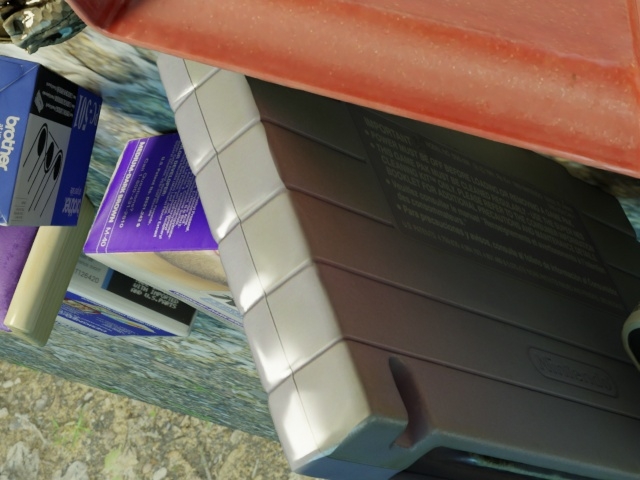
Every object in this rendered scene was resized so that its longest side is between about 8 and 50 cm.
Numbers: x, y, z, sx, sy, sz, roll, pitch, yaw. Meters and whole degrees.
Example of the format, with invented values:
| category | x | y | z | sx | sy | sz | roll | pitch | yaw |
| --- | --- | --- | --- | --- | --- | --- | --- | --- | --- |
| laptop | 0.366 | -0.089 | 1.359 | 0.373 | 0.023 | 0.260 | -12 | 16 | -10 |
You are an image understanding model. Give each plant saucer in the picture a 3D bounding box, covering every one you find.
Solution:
| category | x | y | z | sx | sy | sz | roll | pitch | yaw |
| --- | --- | --- | --- | --- | --- | --- | --- | --- | --- |
| plant saucer | -0.012 | -0.121 | 0.445 | 0.258 | 0.047 | 0.259 | 17 | 164 | 23 |

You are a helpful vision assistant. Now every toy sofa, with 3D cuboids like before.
| category | x | y | z | sx | sy | sz | roll | pitch | yaw |
| --- | --- | --- | --- | --- | --- | --- | --- | --- | --- |
| toy sofa | -0.401 | -0.034 | 1.255 | 0.363 | 0.150 | 0.177 | 18 | 167 | 5 |

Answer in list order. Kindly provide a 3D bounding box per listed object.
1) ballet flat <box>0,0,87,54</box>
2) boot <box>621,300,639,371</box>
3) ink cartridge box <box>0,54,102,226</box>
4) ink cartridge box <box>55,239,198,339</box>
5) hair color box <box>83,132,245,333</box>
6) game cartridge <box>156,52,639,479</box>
| category | x | y | z | sx | sy | sz | roll | pitch | yaw |
| --- | --- | --- | --- | --- | --- | --- | --- | --- | --- |
| ballet flat | -0.228 | -0.141 | 0.828 | 0.250 | 0.058 | 0.084 | 8 | 162 | 36 |
| boot | 0.278 | 0.070 | 0.683 | 0.244 | 0.176 | 0.088 | 52 | 161 | -16 |
| ink cartridge box | -0.188 | -0.060 | 0.896 | 0.046 | 0.097 | 0.207 | 12 | -179 | 1 |
| ink cartridge box | -0.327 | 0.034 | 1.587 | 0.304 | 0.072 | 0.307 | 24 | 167 | -24 |
| hair color box | 0.000 | 0.000 | 0.974 | 0.185 | 0.110 | 0.339 | 29 | 161 | -32 |
| game cartridge | 0.083 | 0.029 | 0.690 | 0.068 | 0.230 | 0.355 | -43 | 141 | 24 |
